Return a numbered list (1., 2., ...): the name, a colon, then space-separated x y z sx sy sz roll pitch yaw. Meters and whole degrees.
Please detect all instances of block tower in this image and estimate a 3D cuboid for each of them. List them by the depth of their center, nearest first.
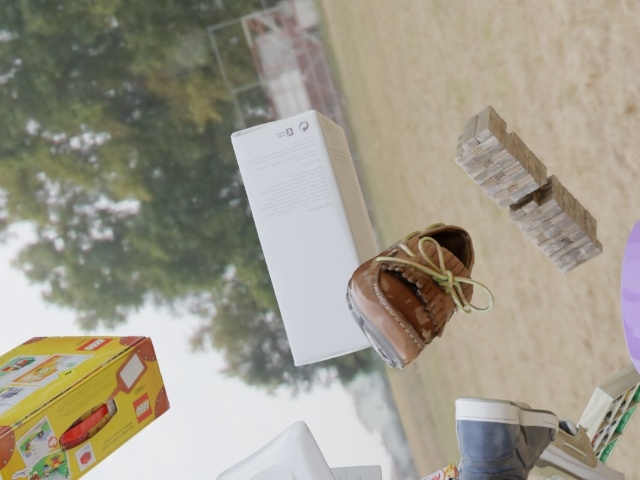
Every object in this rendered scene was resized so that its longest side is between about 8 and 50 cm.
1. block tower: 0.379 -0.090 2.027 0.335 0.091 0.097 45 -147 -19

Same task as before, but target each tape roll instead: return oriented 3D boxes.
1. tape roll: 0.586 0.096 1.840 0.275 0.090 0.274 8 -100 -55

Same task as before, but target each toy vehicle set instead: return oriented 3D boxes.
1. toy vehicle set: 0.509 0.339 2.006 0.035 0.166 0.266 39 132 29

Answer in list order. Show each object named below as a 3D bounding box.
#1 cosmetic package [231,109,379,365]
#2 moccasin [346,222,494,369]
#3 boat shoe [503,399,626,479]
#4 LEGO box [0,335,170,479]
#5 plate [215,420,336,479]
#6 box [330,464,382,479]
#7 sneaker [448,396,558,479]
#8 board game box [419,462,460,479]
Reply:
1. cosmetic package: 0.000 0.000 1.818 0.217 0.156 0.384 17 -122 -75
2. moccasin: 0.136 0.059 1.432 0.139 0.147 0.380 56 -160 2
3. boat shoe: 0.380 0.331 1.734 0.302 0.113 0.103 25 -105 -36
4. LEGO box: -0.634 0.390 2.397 0.500 0.373 0.193 -35 -64 -53
5. plate: -0.049 0.447 1.681 0.277 0.045 0.278 -40 72 44
6. box: 0.064 0.545 2.161 0.181 0.119 0.181 89 177 -67
7. sneaker: 0.199 0.259 1.201 0.226 0.086 0.163 21 -111 -58
8. board game box: 0.164 0.445 1.716 0.146 0.194 0.045 51 -160 -20
